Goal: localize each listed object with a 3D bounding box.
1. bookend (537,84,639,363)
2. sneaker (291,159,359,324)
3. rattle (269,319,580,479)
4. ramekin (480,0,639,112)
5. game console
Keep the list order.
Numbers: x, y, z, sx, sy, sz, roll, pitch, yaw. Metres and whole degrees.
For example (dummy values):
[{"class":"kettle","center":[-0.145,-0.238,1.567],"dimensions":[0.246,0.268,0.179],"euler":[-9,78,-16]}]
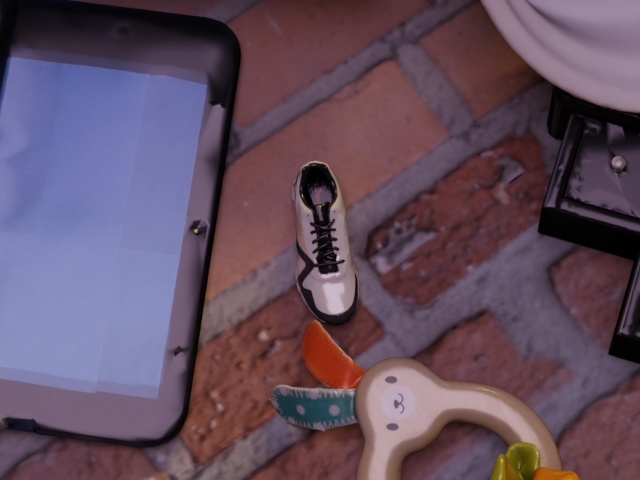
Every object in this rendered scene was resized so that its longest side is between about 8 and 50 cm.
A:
[{"class":"bookend","center":[0.197,0.003,1.070],"dimensions":[0.157,0.072,0.156],"euler":[17,76,9]},{"class":"sneaker","center":[0.000,0.000,1.098],"dimensions":[0.040,0.044,0.109],"euler":[-11,76,-2]},{"class":"rattle","center":[0.054,0.119,1.015],"dimensions":[0.130,0.143,0.199],"euler":[-45,82,11]},{"class":"ramekin","center":[0.199,-0.227,1.043],"dimensions":[0.277,0.135,0.277],"euler":[-5,113,-11]},{"class":"game console","center":[-0.201,-0.040,1.061],"dimensions":[0.173,0.250,0.293],"euler":[-3,72,30]}]
